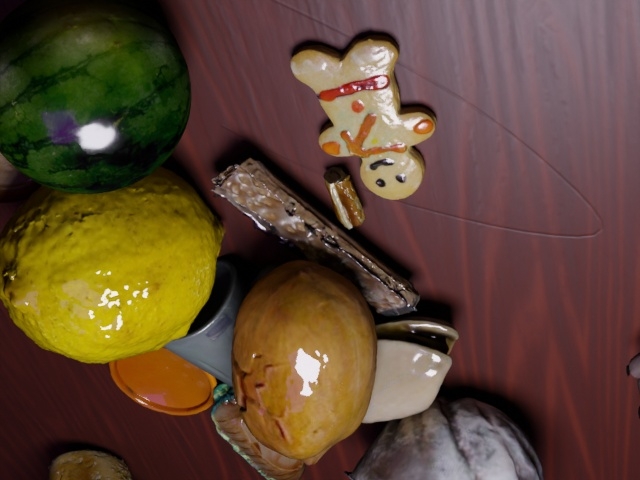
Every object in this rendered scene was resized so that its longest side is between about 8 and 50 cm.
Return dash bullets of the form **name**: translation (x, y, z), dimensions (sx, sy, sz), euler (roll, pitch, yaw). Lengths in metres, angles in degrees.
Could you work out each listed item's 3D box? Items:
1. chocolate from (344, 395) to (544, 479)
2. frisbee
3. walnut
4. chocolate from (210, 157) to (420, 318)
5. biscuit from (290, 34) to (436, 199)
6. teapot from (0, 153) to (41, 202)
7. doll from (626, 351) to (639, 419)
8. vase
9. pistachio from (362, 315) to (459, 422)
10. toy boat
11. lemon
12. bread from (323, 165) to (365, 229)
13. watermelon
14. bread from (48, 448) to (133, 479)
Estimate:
- **chocolate**: translation (0.214, 0.348, 1.441), dimensions (0.303, 0.213, 0.303), euler (31, 172, 5)
- **frisbee**: translation (-0.264, 0.226, 1.605), dimensions (0.192, 0.035, 0.192), euler (9, 134, 9)
- **walnut**: translation (-0.024, 0.174, 1.275), dimensions (0.203, 0.203, 0.297), euler (3, 105, 15)
- **chocolate**: translation (0.001, -0.004, 1.289), dimensions (0.329, 0.065, 0.102), euler (37, 156, -17)
- **biscuit**: translation (0.064, -0.144, 1.167), dimensions (0.153, 0.030, 0.234), euler (-5, 129, 24)
- **teapot**: translation (-0.415, -0.134, 1.277), dimensions (0.178, 0.135, 0.252), euler (-33, 139, 6)
- **doll**: translation (0.504, 0.171, 1.252), dimensions (0.182, 0.117, 0.257), euler (7, 133, 9)
- **vase**: translation (-0.091, 0.158, 1.428), dimensions (0.251, 0.156, 0.301), euler (-38, 120, 14)
- **pistachio**: translation (0.108, 0.185, 1.375), dimensions (0.153, 0.137, 0.238), euler (37, 136, -25)
- **toy boat**: translation (-0.083, 0.350, 1.625), dimensions (0.099, 0.108, 0.293), euler (23, 153, 47)
- **lemon**: translation (-0.275, 0.026, 1.260), dimensions (0.268, 0.322, 0.268), euler (12, 107, 45)
- **bread**: translation (0.030, -0.056, 1.247), dimensions (0.036, 0.047, 0.083), euler (-30, 127, -11)
- **watermelon**: translation (-0.272, -0.173, 1.101), dimensions (0.243, 0.242, 0.242), euler (9, 133, 10)
- **bread**: translation (-0.422, 0.519, 1.803), dimensions (0.176, 0.246, 0.195), euler (-4, 131, -15)
